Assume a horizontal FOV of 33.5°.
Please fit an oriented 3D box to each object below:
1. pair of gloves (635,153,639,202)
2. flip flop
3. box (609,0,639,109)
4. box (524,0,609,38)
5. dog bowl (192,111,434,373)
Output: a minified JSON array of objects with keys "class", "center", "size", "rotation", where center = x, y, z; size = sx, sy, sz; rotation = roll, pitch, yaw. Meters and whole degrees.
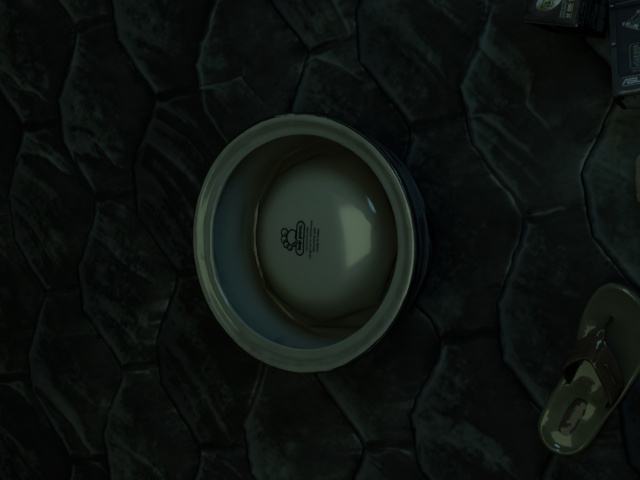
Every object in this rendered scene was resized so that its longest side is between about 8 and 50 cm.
[{"class":"pair of gloves","center":[0.520,-0.024,1.421],"size":[0.204,0.042,0.240],"rotation":[-18,79,59]},{"class":"flip flop","center":[0.389,0.191,1.527],"size":[0.112,0.080,0.277],"rotation":[32,108,25]},{"class":"box","center":[0.505,-0.285,1.417],"size":[0.231,0.056,0.183],"rotation":[-8,71,30]},{"class":"box","center":[0.355,-0.380,1.473],"size":[0.078,0.147,0.180],"rotation":[13,100,29]},{"class":"dog bowl","center":[0.000,0.000,1.702],"size":[0.408,0.150,0.408],"rotation":[3,95,30]}]
